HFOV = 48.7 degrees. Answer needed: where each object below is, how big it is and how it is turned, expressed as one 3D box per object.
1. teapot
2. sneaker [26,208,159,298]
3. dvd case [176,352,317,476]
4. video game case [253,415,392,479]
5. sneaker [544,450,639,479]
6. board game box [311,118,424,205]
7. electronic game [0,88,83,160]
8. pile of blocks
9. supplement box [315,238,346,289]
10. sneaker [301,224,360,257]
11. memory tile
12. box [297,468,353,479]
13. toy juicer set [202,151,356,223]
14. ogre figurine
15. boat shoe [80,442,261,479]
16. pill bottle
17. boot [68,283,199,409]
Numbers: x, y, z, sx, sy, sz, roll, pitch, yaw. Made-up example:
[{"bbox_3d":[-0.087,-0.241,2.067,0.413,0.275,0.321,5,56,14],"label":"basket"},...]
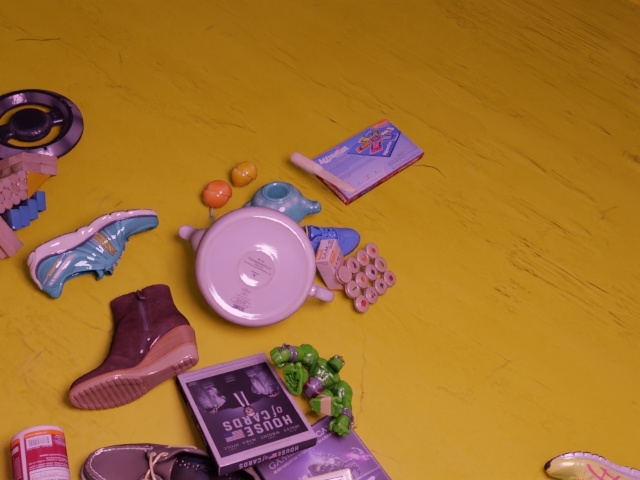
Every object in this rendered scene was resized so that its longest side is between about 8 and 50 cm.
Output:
[{"bbox_3d":[-0.127,0.050,1.420,0.252,0.187,0.256,-22,95,-5],"label":"teapot"},{"bbox_3d":[-0.444,0.022,1.427,0.275,0.107,0.110,-31,86,-26],"label":"sneaker"},{"bbox_3d":[-0.137,0.300,1.262,0.179,0.030,0.239,-11,33,-25],"label":"dvd case"},{"bbox_3d":[0.037,0.458,1.252,0.196,0.026,0.274,-27,63,-30],"label":"video game case"},{"bbox_3d":[0.525,0.465,1.338,0.208,0.081,0.094,16,54,-3],"label":"sneaker"},{"bbox_3d":[0.116,-0.201,1.764,0.281,0.027,0.145,-33,69,-32],"label":"board game box"},{"bbox_3d":[-0.653,-0.259,1.595,0.229,0.048,0.229,6,54,-8],"label":"electronic game"},{"bbox_3d":[-0.663,-0.046,1.417,0.112,0.149,0.362,-10,31,32],"label":"pile of blocks"},{"bbox_3d":[0.025,0.052,1.504,0.036,0.098,0.062,-3,48,25],"label":"supplement box"},{"bbox_3d":[0.000,0.000,1.550,0.209,0.082,0.069,-11,55,-23],"label":"sneaker"},{"bbox_3d":[0.100,0.077,1.517,0.148,0.012,0.113,-37,98,-42],"label":"memory tile"},{"bbox_3d":[-0.068,0.458,1.085,0.242,0.214,0.117,-9,59,-11],"label":"box"},{"bbox_3d":[-0.109,-0.103,1.603,0.328,0.090,0.209,-20,48,-17],"label":"toy juicer set"},{"bbox_3d":[-0.005,0.261,1.320,0.197,0.097,0.118,29,20,8],"label":"ogre figurine"},{"bbox_3d":[-0.247,0.392,1.185,0.304,0.091,0.109,13,52,-5],"label":"boat shoe"},{"bbox_3d":[-0.449,0.385,1.143,0.086,0.086,0.152,-8,57,-20],"label":"pill bottle"},{"bbox_3d":[-0.366,0.194,1.330,0.248,0.090,0.207,-19,46,-21],"label":"boot"}]
